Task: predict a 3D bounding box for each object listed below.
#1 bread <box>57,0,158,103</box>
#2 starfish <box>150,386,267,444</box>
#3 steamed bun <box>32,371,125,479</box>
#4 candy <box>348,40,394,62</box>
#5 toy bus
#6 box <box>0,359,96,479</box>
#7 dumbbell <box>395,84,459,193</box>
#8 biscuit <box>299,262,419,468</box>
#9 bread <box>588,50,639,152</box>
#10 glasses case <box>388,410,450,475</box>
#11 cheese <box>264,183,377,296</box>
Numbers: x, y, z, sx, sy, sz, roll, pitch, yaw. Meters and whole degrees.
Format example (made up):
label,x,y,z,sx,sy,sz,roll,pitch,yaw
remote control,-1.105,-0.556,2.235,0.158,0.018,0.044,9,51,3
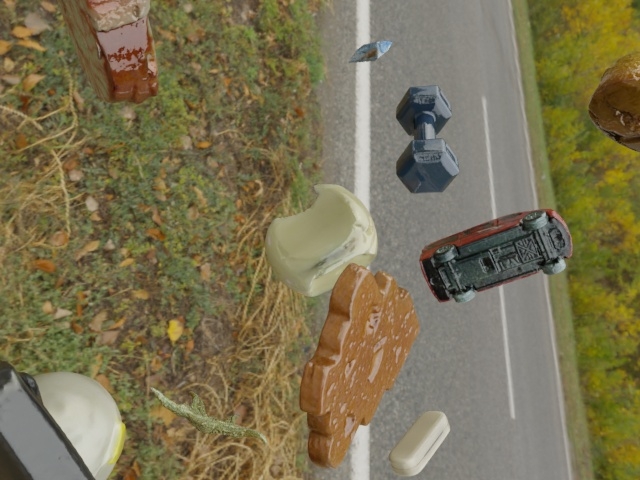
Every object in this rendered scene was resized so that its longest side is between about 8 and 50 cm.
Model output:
label,x,y,z,sx,sy,sz,roll,pitch,yaw
bread,-0.409,-0.425,0.962,0.114,0.295,0.328,-26,147,-24
starfish,-0.349,0.513,1.513,0.357,0.347,0.078,29,79,-19
steamed bun,-0.631,0.476,1.150,0.374,0.333,0.334,-46,123,-27
candy,0.136,-0.509,1.396,0.136,0.088,0.038,-55,141,-40
toy bus,0.240,0.015,0.714,0.081,0.195,0.089,61,24,-14
box,-0.387,0.321,0.682,0.091,0.359,0.351,-39,107,-44
dumbbell,0.283,-0.277,1.394,0.144,0.159,0.325,80,12,-49
biscuit,0.064,0.158,0.722,0.306,0.043,0.284,-9,111,-58
bread,0.695,-0.269,1.055,0.195,0.269,0.143,123,-11,-70
glasses case,0.241,0.487,1.246,0.196,0.083,0.050,-31,102,-42
cheese,0.000,0.000,1.212,0.233,0.265,0.127,60,-2,37
